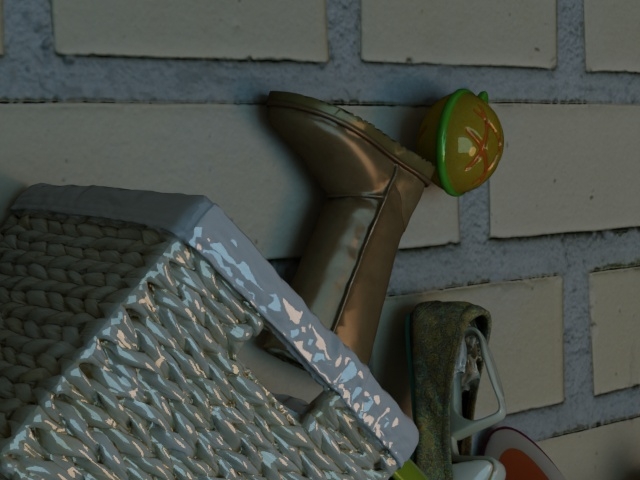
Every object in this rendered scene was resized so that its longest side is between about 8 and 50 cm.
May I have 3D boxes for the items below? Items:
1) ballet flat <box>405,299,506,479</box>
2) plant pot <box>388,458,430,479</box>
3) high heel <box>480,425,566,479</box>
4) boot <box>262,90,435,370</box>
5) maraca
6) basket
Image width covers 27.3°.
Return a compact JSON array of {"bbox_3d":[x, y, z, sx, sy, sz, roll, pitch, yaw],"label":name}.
[{"bbox_3d":[0.154,0.226,1.485,0.123,0.123,0.349,25,56,-38],"label":"ballet flat"},{"bbox_3d":[-0.006,0.299,1.343,0.227,0.228,0.207,47,61,-24],"label":"plant pot"},{"bbox_3d":[0.290,0.414,1.718,0.127,0.181,0.377,-18,90,2],"label":"high heel"},{"bbox_3d":[0.000,0.000,1.436,0.236,0.089,0.270,26,80,-27],"label":"boot"},{"bbox_3d":[0.174,-0.119,1.575,0.185,0.099,0.127,-25,120,-62],"label":"maraca"},{"bbox_3d":[-0.158,0.151,1.153,0.328,0.331,0.266,50,64,-29],"label":"basket"}]
